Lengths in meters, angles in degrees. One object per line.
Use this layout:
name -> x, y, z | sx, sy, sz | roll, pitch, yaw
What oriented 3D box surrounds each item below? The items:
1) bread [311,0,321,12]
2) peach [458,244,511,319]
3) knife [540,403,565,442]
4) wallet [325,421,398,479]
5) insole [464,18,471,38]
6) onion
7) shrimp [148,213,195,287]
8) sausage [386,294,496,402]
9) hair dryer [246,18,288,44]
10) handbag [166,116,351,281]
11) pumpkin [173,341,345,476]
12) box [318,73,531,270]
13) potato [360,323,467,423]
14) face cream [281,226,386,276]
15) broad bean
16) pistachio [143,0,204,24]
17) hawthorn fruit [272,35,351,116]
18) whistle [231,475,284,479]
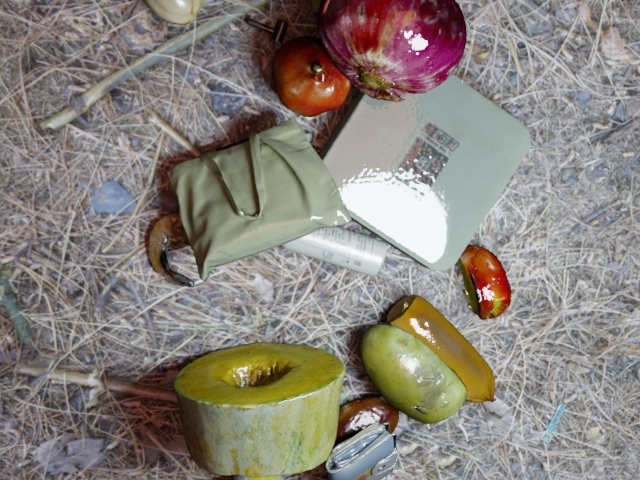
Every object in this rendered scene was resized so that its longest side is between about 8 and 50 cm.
bread -> 0.059, -0.488, 1.818 | 0.156, 0.064, 0.117 | 30, 89, -15
peach -> 0.355, 0.084, 1.918 | 0.093, 0.127, 0.172 | -16, 73, 0
knife -> 0.531, 0.414, 2.024 | 0.027, 0.010, 0.096 | 26, 91, -12
wallet -> 0.083, 0.465, 1.864 | 0.170, 0.231, 0.069 | -26, 59, -13
insole -> 0.207, -0.437, 1.881 | 0.232, 0.003, 0.080 | -10, 97, -9
onion -> 0.145, -0.402, 1.668 | 0.256, 0.230, 0.272 | 1, 93, -45
shrimp -> -0.244, 0.025, 1.826 | 0.219, 0.046, 0.152 | 6, 94, -7
sausage -> 0.276, 0.251, 1.916 | 0.112, 0.112, 0.328 | -45, 104, -3
hair dryer -> -0.111, -0.435, 1.817 | 0.083, 0.026, 0.047 | 19, 90, -4
handbag -> -0.130, -0.091, 1.761 | 0.316, 0.109, 0.253 | -23, 73, 1
pumpkin -> -0.109, 0.341, 1.752 | 0.333, 0.332, 0.199 | -9, 102, -9
box -> 0.209, -0.171, 1.868 | 0.367, 0.090, 0.373 | 33, 89, -13
potato -> 0.181, 0.298, 1.859 | 0.271, 0.160, 0.111 | 46, 56, -14
face cream -> 0.000, 0.000, 1.851 | 0.269, 0.082, 0.082 | 18, 92, -10
broad bean -> 0.091, 0.394, 1.909 | 0.165, 0.084, 0.114 | -8, 117, -16
pistachio -> -0.302, -0.518, 1.720 | 0.144, 0.144, 0.215 | -30, 90, -6
hawthorn fruit -> -0.021, -0.325, 1.759 | 0.169, 0.188, 0.169 | 0, 97, 2
whistle -> -0.161, 0.542, 1.870 | 0.123, 0.123, 0.223 | 37, 104, -12
